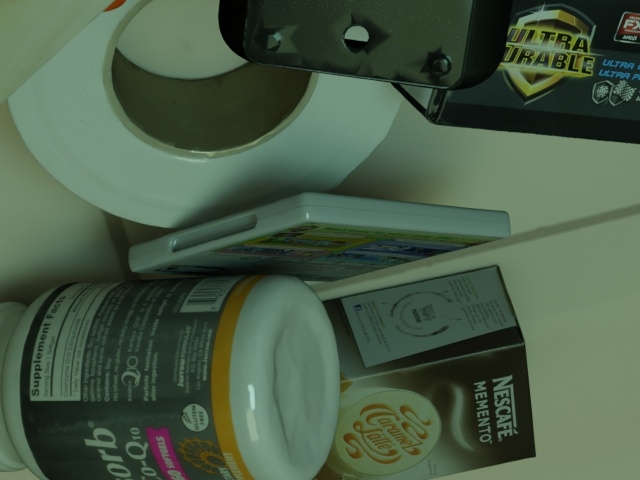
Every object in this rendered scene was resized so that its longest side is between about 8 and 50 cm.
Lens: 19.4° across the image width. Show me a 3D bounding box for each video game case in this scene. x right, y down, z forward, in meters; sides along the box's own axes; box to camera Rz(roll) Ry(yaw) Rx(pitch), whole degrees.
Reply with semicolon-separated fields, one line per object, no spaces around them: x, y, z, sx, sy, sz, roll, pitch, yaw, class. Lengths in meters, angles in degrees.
0.000;0.000;1.379;0.212;0.023;0.193;4;166;-44;video game case

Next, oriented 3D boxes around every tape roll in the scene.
-0.080;-0.144;1.306;0.286;0.100;0.286;-6;129;-8;tape roll

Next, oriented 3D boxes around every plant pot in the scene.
0.030;-0.181;1.105;0.188;0.167;0.187;9;112;2;plant pot

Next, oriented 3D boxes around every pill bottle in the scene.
-0.138;0.109;1.410;0.278;0.162;0.162;-3;134;24;pill bottle

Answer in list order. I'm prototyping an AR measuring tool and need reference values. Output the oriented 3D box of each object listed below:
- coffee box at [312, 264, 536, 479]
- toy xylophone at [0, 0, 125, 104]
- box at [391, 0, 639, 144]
0.045;0.125;1.550;0.246;0.098;0.141;-12;130;-2;coffee box
-0.237;-0.170;1.128;0.322;0.081;0.236;-30;132;25;toy xylophone
0.223;-0.211;1.272;0.295;0.073;0.293;4;118;-29;box
